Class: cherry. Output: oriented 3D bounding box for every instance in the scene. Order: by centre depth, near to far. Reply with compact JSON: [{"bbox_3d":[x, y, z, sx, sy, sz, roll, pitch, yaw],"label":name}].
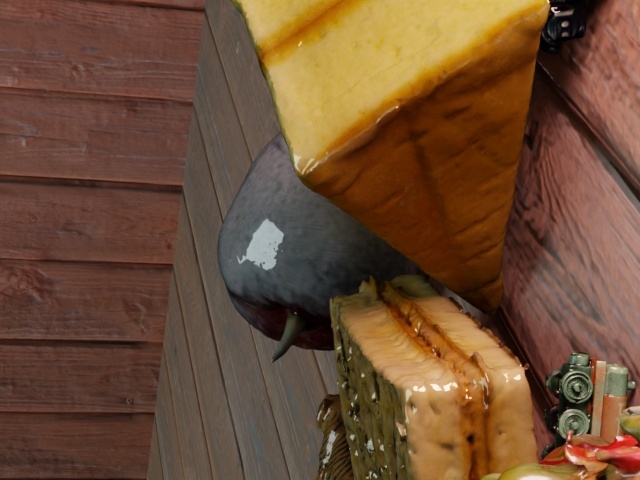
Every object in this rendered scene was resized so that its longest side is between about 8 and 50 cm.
[{"bbox_3d":[0.000,0.000,1.495,0.255,0.218,0.296,104,176,-68],"label":"cherry"}]

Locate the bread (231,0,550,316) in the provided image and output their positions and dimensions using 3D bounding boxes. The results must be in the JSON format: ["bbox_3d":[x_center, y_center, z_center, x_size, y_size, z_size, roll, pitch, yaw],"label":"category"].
[{"bbox_3d":[0.116,-0.113,1.177,0.361,0.245,0.233,40,-157,-50],"label":"bread"}]

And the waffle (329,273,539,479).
[{"bbox_3d":[0.097,0.180,1.153,0.376,0.114,0.261,-133,35,-79],"label":"waffle"}]

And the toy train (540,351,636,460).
[{"bbox_3d":[0.199,0.134,1.001,0.044,0.064,0.103,171,103,-85],"label":"toy train"}]

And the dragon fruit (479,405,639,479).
[{"bbox_3d":[0.177,0.229,0.748,0.237,0.231,0.303,-111,11,-46],"label":"dragon fruit"}]

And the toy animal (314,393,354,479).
[{"bbox_3d":[0.024,0.252,1.428,0.241,0.056,0.099,-111,33,-61],"label":"toy animal"}]

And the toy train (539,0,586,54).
[{"bbox_3d":[0.171,-0.218,1.132,0.228,0.091,0.136,-121,26,-64],"label":"toy train"}]
